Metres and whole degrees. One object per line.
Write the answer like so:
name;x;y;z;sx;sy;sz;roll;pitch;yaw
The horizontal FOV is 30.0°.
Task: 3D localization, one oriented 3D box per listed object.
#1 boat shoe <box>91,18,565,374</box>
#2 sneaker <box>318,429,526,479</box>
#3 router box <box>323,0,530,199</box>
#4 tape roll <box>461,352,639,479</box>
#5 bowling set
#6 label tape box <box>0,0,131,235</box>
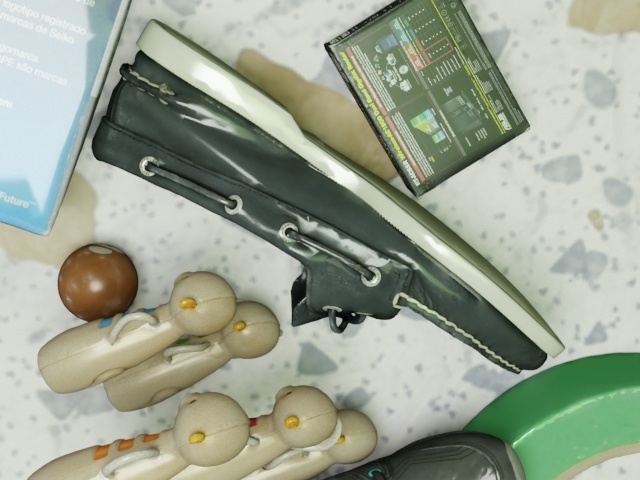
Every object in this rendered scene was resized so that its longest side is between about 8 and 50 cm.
boat shoe;0.000;0.000;0.776;0.340;0.127;0.113;36;97;-11
sneaker;0.012;0.206;0.792;0.267;0.106;0.101;-30;69;16
router box;0.072;-0.104;0.807;0.092;0.038;0.122;-31;104;0
tape roll;0.228;0.247;0.883;0.321;0.077;0.321;-1;102;-7
bowling set;-0.083;0.071;0.752;0.154;0.287;0.200;-23;76;8
label tape box;-0.225;-0.207;0.712;0.249;0.115;0.348;19;97;-11
